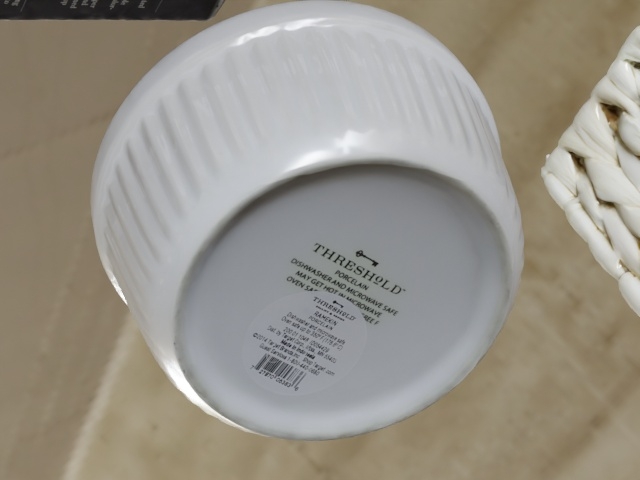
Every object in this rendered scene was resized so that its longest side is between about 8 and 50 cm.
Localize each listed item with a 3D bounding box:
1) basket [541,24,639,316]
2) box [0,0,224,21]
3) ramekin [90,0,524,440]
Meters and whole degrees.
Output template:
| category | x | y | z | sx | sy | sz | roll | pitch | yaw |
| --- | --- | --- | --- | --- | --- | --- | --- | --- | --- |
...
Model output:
| category | x | y | z | sx | sy | sz | roll | pitch | yaw |
| --- | --- | --- | --- | --- | --- | --- | --- | --- | --- |
| basket | 0.159 | -0.007 | 0.504 | 0.167 | 0.113 | 0.103 | 17 | -61 | -38 |
| box | -0.151 | -0.209 | 1.013 | 0.207 | 0.153 | 0.108 | -5 | -30 | -31 |
| ramekin | 0.000 | 0.000 | 0.894 | 0.207 | 0.109 | 0.207 | -8 | -53 | -11 |
